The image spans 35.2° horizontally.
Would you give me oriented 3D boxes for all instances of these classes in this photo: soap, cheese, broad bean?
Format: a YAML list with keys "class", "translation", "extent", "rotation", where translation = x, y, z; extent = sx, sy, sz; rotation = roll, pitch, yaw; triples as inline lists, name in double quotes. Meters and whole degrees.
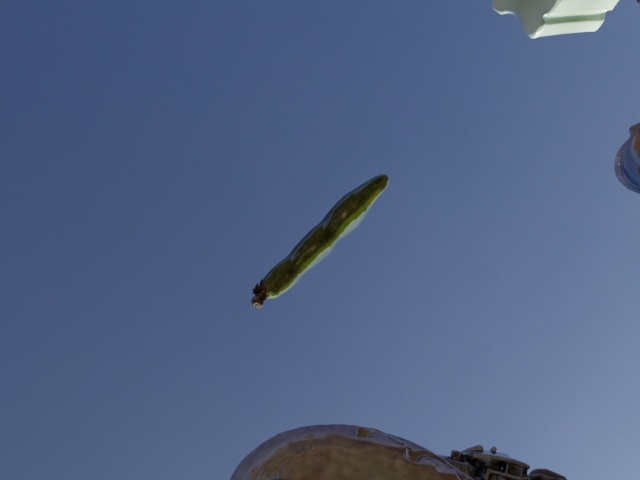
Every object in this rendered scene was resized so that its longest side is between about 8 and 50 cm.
- class: "soap"
  translation: [0.372, -0.387, 1.477]
  extent: [0.087, 0.160, 0.265]
  rotation: [42, -148, 19]
- class: "cheese"
  translation: [0.415, -0.080, 1.157]
  extent: [0.052, 0.135, 0.245]
  rotation: [57, -163, -32]
- class: "broad bean"
  translation: [0.000, 0.001, 1.387]
  extent: [0.043, 0.060, 0.297]
  rotation: [39, -119, 12]

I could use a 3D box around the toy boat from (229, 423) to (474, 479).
- class: "toy boat"
  translation: [0.037, 0.199, 0.581]
  extent: [0.227, 0.085, 0.155]
  rotation: [37, -89, 19]

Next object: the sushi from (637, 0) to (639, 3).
- class: "sushi"
  translation: [0.133, -0.101, 0.294]
  extent: [0.094, 0.098, 0.084]
  rotation: [35, -114, -44]

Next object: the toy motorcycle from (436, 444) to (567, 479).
- class: "toy motorcycle"
  translation: [0.270, 0.349, 1.463]
  extent: [0.215, 0.122, 0.080]
  rotation: [12, -94, 17]
